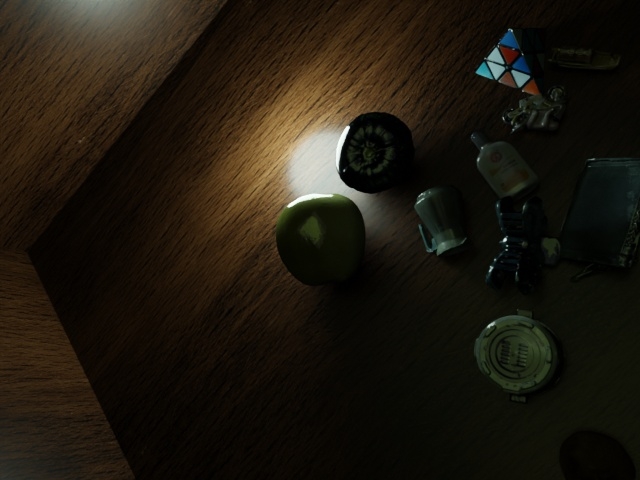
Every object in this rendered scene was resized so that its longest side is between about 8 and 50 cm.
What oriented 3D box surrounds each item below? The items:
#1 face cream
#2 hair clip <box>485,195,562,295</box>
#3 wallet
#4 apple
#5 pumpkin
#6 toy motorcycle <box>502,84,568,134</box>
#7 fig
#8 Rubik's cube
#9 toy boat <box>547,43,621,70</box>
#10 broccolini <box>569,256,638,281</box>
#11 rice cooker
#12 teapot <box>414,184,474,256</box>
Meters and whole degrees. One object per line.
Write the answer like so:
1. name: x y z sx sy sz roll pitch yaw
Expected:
1. face cream: 0.628 -0.272 1.816 0.144 0.071 0.291 -34 62 16
2. hair clip: 0.628 0.016 1.642 0.195 0.206 0.309 8 87 45
3. wallet: 0.881 -0.087 1.598 0.237 0.075 0.341 12 82 56
4. apple: 0.000 0.000 1.926 0.358 0.357 0.356 -8 72 26
5. pumpkin: 0.209 -0.333 1.974 0.316 0.238 0.314 2 94 25
6. toy motorcycle: 0.757 -0.433 1.794 0.225 0.073 0.152 -24 68 20
7. fig: 0.722 0.633 1.391 0.191 0.290 0.190 9 104 39
8. Rubik's cube: 0.703 -0.692 1.806 0.284 0.234 0.250 42 96 32
9. toy boat: 0.895 -0.622 1.766 0.226 0.088 0.068 19 85 32
10. broccolini: 0.873 0.076 1.608 0.201 0.058 0.073 -36 46 32
11. rice cooker: 0.598 0.345 1.558 0.242 0.227 0.280 0 77 30
12. teapot: 0.427 -0.060 1.823 0.203 0.171 0.225 -36 64 51
